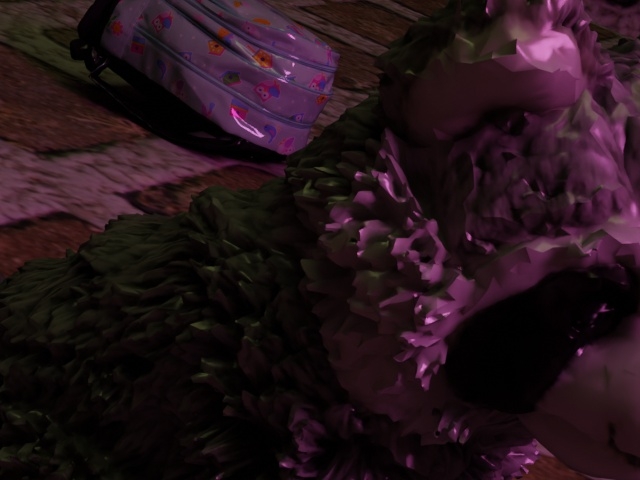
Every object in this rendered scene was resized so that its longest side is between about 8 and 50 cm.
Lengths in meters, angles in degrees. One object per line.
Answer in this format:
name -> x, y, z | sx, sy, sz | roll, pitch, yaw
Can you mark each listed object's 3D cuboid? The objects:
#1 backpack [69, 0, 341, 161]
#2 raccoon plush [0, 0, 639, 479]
backpack -> -0.076, -0.135, 1.311 | 0.182, 0.115, 0.152 | 35, 21, 32
raccoon plush -> -0.058, -0.007, 0.664 | 0.446, 0.299, 0.216 | 25, 19, 17
